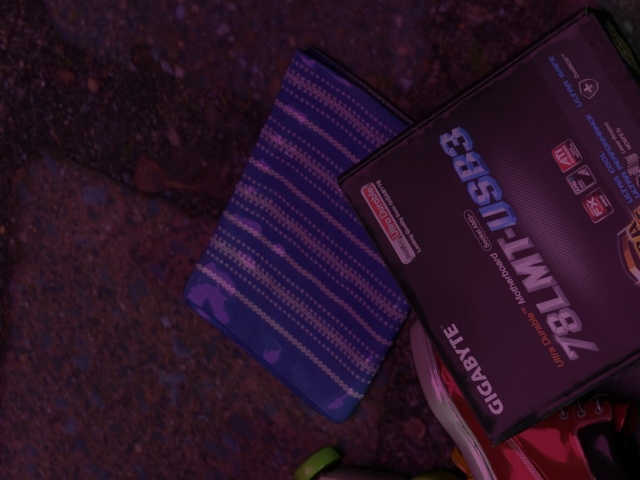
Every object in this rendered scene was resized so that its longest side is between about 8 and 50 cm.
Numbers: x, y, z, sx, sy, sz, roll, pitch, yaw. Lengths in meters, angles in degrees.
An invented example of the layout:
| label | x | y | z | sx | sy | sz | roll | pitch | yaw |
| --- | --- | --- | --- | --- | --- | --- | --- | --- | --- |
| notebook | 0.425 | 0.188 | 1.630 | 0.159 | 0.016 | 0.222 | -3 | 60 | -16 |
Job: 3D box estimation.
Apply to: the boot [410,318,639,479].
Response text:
| label | x | y | z | sx | sy | sz | roll | pitch | yaw |
| --- | --- | --- | --- | --- | --- | --- | --- | --- | --- |
| boot | 0.204 | 0.148 | 1.830 | 0.176 | 0.088 | 0.244 | -33 | 81 | 30 |

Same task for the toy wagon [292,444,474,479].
| label | x | y | z | sx | sy | sz | roll | pitch | yaw |
| --- | --- | --- | --- | --- | --- | --- | --- | --- | --- |
| toy wagon | 0.060 | 0.341 | 1.991 | 0.267 | 0.068 | 0.344 | 48 | 125 | 16 |

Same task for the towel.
| label | x | y | z | sx | sy | sz | roll | pitch | yaw |
| --- | --- | --- | --- | --- | --- | --- | --- | --- | --- |
| towel | 0.000 | 0.000 | 1.962 | 0.243 | 0.040 | 0.336 | 39 | 122 | 21 |

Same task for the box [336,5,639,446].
| label | x | y | z | sx | sy | sz | roll | pitch | yaw |
| --- | --- | --- | --- | --- | --- | --- | --- | --- | --- |
| box | 0.207 | -0.011 | 1.737 | 0.293 | 0.073 | 0.296 | -33 | 80 | 21 |
